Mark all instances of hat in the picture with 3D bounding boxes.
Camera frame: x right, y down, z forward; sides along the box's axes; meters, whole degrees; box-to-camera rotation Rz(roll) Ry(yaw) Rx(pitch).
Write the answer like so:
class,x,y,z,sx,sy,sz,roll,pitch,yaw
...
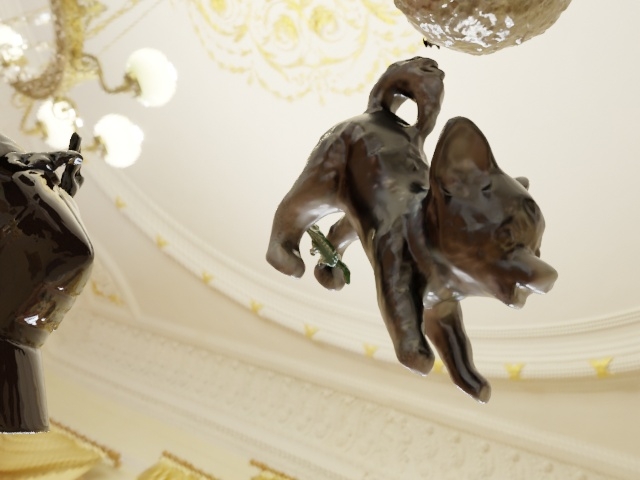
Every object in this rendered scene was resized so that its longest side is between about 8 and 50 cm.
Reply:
class,x,y,z,sx,sy,sz,roll,pitch,yaw
hat,-0.287,0.011,0.858,0.336,0.209,0.238,64,1,9

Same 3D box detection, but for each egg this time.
class,x,y,z,sx,sy,sz,roll,pitch,yaw
egg,0.225,-0.380,1.144,0.279,0.310,0.279,17,-50,21

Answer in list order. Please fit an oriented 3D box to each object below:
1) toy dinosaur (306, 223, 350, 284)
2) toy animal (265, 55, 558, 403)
class,x,y,z,sx,sy,sz,roll,pitch,yaw
toy dinosaur,0.001,0.000,1.036,0.120,0.029,0.060,57,-13,-10
toy animal,0.116,-0.038,0.930,0.344,0.194,0.303,33,-84,42
